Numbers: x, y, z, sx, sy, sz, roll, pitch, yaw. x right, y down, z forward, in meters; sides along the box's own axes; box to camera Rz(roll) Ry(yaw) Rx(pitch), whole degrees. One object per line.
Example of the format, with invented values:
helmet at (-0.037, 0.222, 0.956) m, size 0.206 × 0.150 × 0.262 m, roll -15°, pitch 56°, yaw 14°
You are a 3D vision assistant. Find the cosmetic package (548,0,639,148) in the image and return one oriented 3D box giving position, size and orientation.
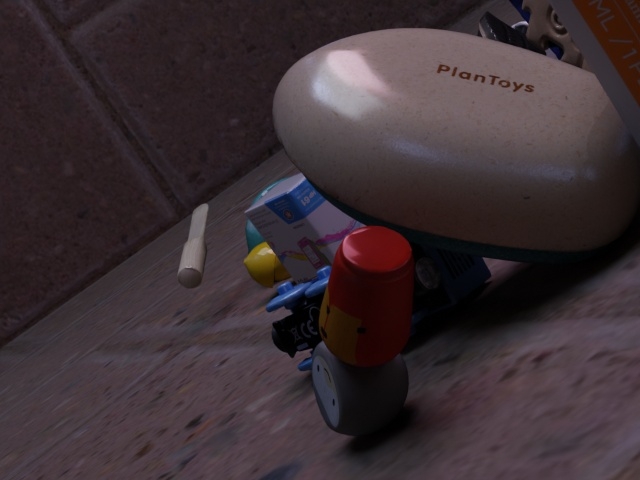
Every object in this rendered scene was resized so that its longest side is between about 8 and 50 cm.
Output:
cosmetic package at (0.356, -0.214, 0.811) m, size 0.453 × 0.230 × 0.161 m, roll -26°, pitch 12°, yaw 46°

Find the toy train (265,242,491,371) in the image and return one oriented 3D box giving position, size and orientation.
toy train at (0.039, 0.042, 1.086) m, size 0.105 × 0.080 × 0.184 m, roll -29°, pitch 1°, yaw -43°

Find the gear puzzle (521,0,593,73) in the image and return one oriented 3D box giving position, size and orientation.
gear puzzle at (0.282, -0.304, 1.270) m, size 0.044 × 0.338 × 0.175 m, roll -16°, pitch 40°, yaw -34°

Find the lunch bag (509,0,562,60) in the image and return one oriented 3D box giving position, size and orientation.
lunch bag at (0.409, -0.366, 1.459) m, size 0.328 × 0.239 × 0.385 m, roll -26°, pitch 16°, yaw 51°

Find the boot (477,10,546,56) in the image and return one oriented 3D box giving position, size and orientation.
boot at (0.163, -0.139, 1.406) m, size 0.137 × 0.077 × 0.198 m, roll -58°, pitch 14°, yaw 24°

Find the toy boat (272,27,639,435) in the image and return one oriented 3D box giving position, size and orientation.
toy boat at (0.069, -0.017, 0.951) m, size 0.318 × 0.268 × 0.148 m, roll -59°, pitch -19°, yaw -45°

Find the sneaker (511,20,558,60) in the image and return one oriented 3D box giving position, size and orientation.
sneaker at (0.250, -0.221, 1.713) m, size 0.094 × 0.091 × 0.258 m, roll -36°, pitch 9°, yaw -17°

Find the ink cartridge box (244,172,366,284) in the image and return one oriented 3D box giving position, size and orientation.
ink cartridge box at (0.000, 0.000, 1.303) m, size 0.052 × 0.122 × 0.088 m, roll -43°, pitch 11°, yaw -30°

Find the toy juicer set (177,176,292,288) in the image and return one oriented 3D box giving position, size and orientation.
toy juicer set at (-0.045, 0.001, 1.633) m, size 0.329 × 0.089 × 0.209 m, roll -18°, pitch 28°, yaw 33°

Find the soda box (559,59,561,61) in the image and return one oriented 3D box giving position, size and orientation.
soda box at (0.237, -0.147, 1.461) m, size 0.063 × 0.058 × 0.183 m, roll -37°, pitch 10°, yaw -20°
